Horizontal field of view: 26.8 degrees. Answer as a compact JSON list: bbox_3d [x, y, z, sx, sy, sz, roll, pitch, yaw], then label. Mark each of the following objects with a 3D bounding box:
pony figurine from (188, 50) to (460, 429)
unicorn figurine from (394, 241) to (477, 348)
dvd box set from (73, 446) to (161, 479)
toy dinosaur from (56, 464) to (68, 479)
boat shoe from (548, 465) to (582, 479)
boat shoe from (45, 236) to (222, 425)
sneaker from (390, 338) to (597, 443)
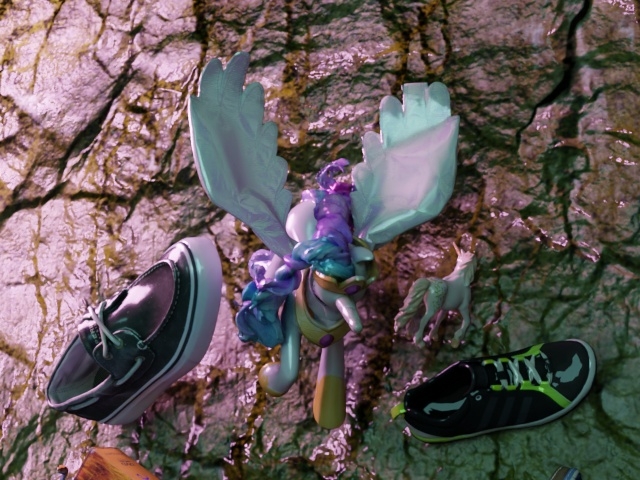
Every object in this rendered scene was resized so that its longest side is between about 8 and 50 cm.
[{"bbox_3d":[0.000,0.000,1.488,0.302,0.363,0.351,1,62,-9],"label":"pony figurine"},{"bbox_3d":[0.145,0.067,1.565,0.060,0.162,0.111,18,99,21],"label":"unicorn figurine"},{"bbox_3d":[-0.159,0.461,1.452,0.420,0.062,0.308,30,95,29],"label":"dvd box set"},{"bbox_3d":[-0.344,0.312,1.653,0.090,0.047,0.082,1,46,32],"label":"toy dinosaur"},{"bbox_3d":[0.211,0.311,1.434,0.066,0.066,0.183,30,78,31],"label":"boat shoe"},{"bbox_3d":[-0.222,0.118,1.552,0.335,0.119,0.121,-54,46,39],"label":"boat shoe"},{"bbox_3d":[0.194,0.168,1.492,0.234,0.097,0.084,-23,60,8],"label":"sneaker"}]
